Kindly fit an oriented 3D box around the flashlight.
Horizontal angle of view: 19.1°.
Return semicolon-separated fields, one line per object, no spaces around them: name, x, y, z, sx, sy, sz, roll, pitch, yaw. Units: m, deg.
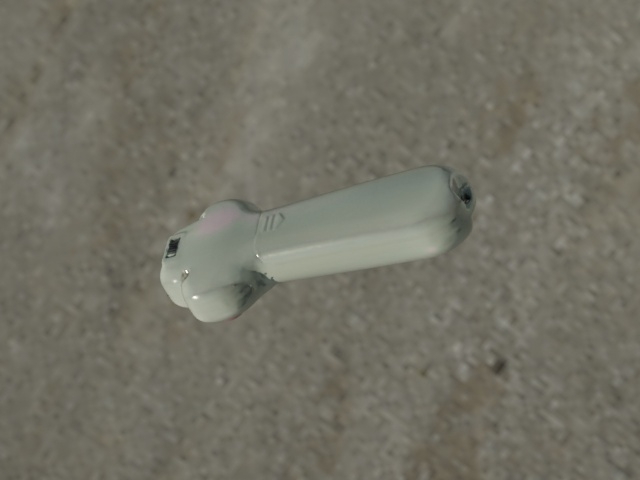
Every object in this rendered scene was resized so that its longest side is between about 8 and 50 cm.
flashlight;0.000;0.000;1.142;0.200;0.047;0.093;-13;37;20
